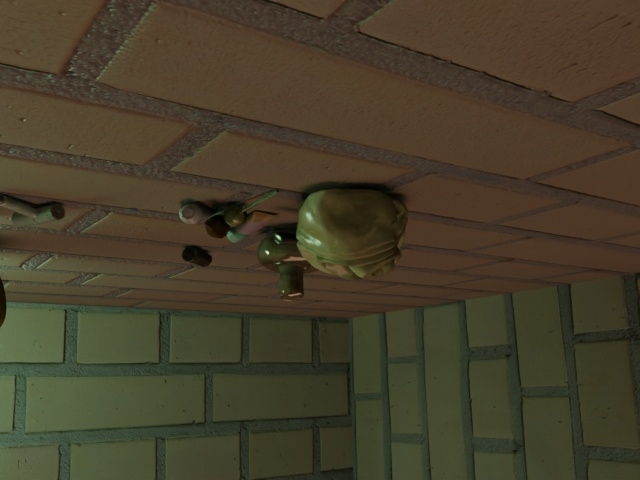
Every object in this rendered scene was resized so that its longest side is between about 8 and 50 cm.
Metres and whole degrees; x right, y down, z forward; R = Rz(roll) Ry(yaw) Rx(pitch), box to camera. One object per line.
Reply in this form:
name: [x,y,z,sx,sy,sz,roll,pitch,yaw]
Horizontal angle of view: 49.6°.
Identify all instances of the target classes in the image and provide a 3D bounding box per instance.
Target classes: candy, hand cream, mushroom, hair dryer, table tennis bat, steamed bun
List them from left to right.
hair dryer: [-0.728,-0.078,1.637,0.155,0.044,0.183,-10,160,30]
hand cream: [-0.313,-0.068,1.714,0.084,0.053,0.142,-1,-176,2]
hand cream: [-0.188,-0.042,1.851,0.076,0.047,0.174,10,155,-37]
candy: [-0.162,-0.083,1.656,0.061,0.061,0.203,10,156,-41]
mushroom: [-0.067,0.059,1.985,0.207,0.209,0.206,-27,168,-6]
table tennis bat: [0.000,0.000,1.832,0.301,0.022,0.173,1,-149,-46]
steamed bun: [0.077,0.000,1.668,0.276,0.203,0.289,2,169,-9]

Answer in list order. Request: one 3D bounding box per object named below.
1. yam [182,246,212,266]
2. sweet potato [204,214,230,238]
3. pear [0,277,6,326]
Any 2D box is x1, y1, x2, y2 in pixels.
yam: [-0.399,0.053,2.239,0.054,0.054,0.132,-4,168,15]
sweet potato: [-0.263,-0.036,1.764,0.067,0.067,0.274,0,179,-4]
pear: [-1.117,0.164,1.994,0.419,0.362,0.362,23,177,21]
